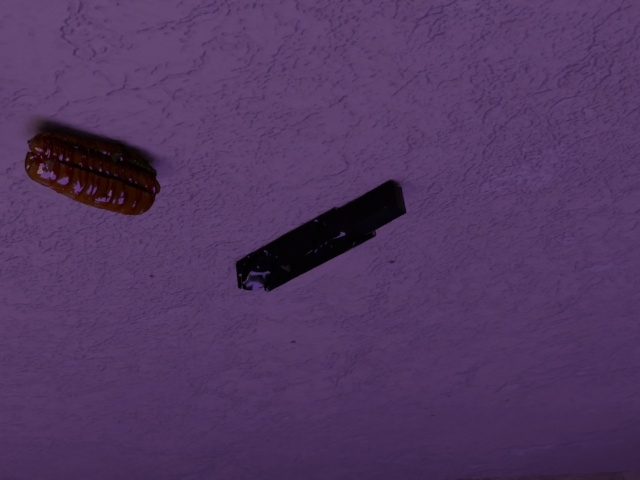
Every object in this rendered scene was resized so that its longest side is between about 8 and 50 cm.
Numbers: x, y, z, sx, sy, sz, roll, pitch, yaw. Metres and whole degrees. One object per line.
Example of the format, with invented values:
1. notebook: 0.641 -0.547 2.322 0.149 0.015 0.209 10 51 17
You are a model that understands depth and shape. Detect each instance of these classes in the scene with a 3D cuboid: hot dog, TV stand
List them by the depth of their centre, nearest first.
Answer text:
1. hot dog: -0.208 -0.064 0.969 0.038 0.062 0.144 0 165 44
2. TV stand: 0.000 0.000 1.194 0.042 0.036 0.249 18 145 -42
